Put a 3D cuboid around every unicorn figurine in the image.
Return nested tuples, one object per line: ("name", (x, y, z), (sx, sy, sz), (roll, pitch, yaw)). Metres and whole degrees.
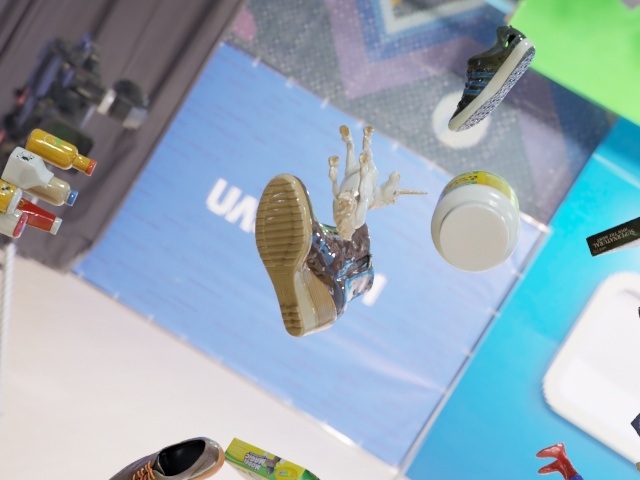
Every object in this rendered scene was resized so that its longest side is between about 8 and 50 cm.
("unicorn figurine", (0.043, -0.057, 1.116), (0.060, 0.111, 0.162), (12, 39, 28))

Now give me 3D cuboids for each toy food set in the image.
("toy food set", (-0.404, -0.068, 1.602), (0.105, 0.111, 0.232), (25, 20, -10))

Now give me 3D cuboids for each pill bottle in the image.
("pill bottle", (0.207, -0.023, 1.484), (0.118, 0.117, 0.208), (32, 15, 2))

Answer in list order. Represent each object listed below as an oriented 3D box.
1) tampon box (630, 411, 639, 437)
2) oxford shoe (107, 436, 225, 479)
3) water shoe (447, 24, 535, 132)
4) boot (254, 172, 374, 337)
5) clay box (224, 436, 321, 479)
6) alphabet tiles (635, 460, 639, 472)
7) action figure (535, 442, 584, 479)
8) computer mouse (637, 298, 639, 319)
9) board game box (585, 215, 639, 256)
("tampon box", (0.631, 0.305, 1.884), (0.120, 0.161, 0.101), (37, 11, -8))
("oxford shoe", (-0.315, 0.429, 2.053), (0.096, 0.271, 0.098), (61, -2, 27))
("water shoe", (0.275, -0.271, 1.874), (0.080, 0.203, 0.073), (50, 26, 19))
("boot", (0.000, 0.000, 1.604), (0.090, 0.248, 0.207), (6, 23, 31))
("clay box", (-0.069, 0.450, 2.082), (0.222, 0.053, 0.127), (15, -29, 42))
("alphabet tiles", (0.501, 0.236, 1.129), (0.342, 0.285, 0.011), (46, 28, -30))
("action figure", (0.373, 0.455, 1.662), (0.280, 0.139, 0.091), (61, -4, 39))
("computer mouse", (0.575, 0.151, 1.724), (0.272, 0.072, 0.188), (-20, 85, -46))
("board game box", (0.413, -0.027, 1.268), (0.126, 0.026, 0.186), (-9, -12, -41))
